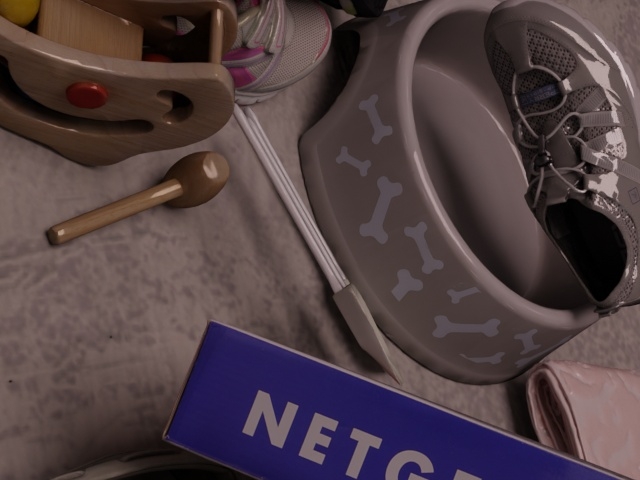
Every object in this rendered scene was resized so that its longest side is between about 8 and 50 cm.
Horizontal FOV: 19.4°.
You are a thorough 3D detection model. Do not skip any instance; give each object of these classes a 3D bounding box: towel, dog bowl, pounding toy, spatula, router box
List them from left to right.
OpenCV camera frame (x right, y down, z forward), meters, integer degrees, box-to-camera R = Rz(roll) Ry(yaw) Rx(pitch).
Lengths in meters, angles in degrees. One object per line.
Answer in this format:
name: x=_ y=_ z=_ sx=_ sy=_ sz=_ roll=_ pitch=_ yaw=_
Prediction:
pounding toy: x=-0.144 y=-0.095 z=1.278 sx=0.269 sy=0.154 sz=0.155 roll=25 pitch=53 yaw=-37
spatula: x=0.000 y=0.000 z=1.427 sx=0.242 sy=0.019 sz=0.168 roll=62 pitch=4 yaw=0
dog bowl: x=0.139 y=-0.055 z=1.614 sx=0.349 sy=0.102 sz=0.349 roll=24 pitch=54 yaw=-38
router box: x=0.105 y=0.161 z=1.219 sx=0.082 sy=0.335 sz=0.301 roll=-69 pitch=160 yaw=-3
towel: x=0.321 y=0.266 z=1.669 sx=0.332 sy=0.053 sz=0.317 roll=11 pitch=60 yaw=-50

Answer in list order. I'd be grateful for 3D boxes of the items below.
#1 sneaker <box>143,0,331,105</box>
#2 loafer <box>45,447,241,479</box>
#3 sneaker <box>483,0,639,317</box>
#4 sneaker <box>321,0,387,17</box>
sneaker: x=-0.070 y=-0.171 z=1.434 sx=0.252 sy=0.111 sz=0.103 roll=-3 pitch=73 yaw=-49
loafer: x=-0.172 y=0.198 z=1.126 sx=0.319 sy=0.111 sz=0.112 roll=-29 pitch=93 yaw=-51
sneaker: x=0.212 y=-0.069 z=1.538 sx=0.115 sy=0.105 sz=0.281 roll=-35 pitch=98 yaw=-50
sneaker: x=-0.002 y=-0.235 z=1.506 sx=0.235 sy=0.097 sz=0.084 roll=60 pitch=49 yaw=-75
